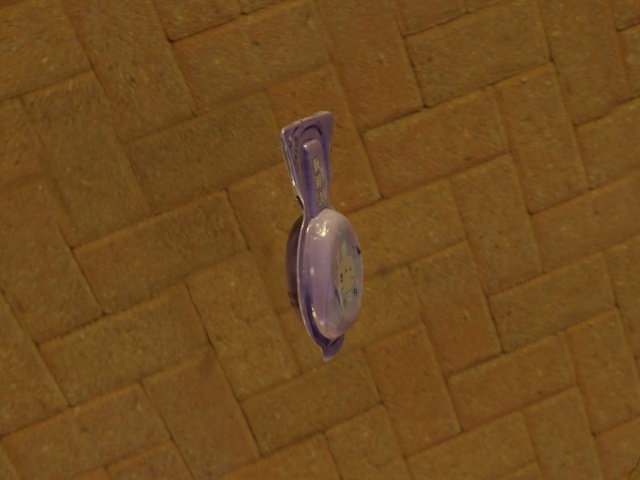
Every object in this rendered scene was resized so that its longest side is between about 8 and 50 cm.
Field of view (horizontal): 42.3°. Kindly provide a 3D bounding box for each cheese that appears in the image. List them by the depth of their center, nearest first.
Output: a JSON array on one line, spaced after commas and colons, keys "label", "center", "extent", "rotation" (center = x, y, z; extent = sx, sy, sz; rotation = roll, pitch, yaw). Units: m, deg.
[{"label": "cheese", "center": [0.000, 0.000, 0.638], "extent": [0.042, 0.105, 0.191], "rotation": [-3, 107, 23]}]

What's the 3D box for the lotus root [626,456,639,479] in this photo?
[{"label": "lotus root", "center": [0.285, 0.302, 0.618], "extent": [0.390, 0.111, 0.375], "rotation": [27, 65, -52]}]
